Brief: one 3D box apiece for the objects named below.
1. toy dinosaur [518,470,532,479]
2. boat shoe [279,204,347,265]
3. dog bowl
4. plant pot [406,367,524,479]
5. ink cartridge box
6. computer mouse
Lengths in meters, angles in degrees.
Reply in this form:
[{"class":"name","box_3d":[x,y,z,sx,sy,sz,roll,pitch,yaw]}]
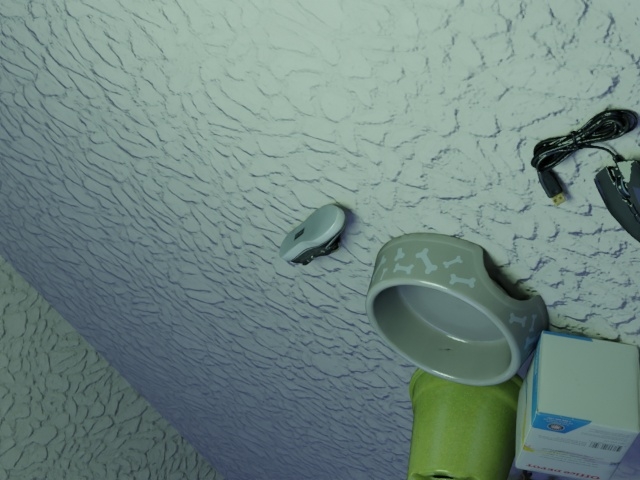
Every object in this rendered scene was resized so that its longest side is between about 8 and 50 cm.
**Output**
[{"class":"toy dinosaur","box_3d":[0.530,0.658,1.918,0.296,0.127,0.200,14,150,37]},{"class":"boat shoe","box_3d":[0.000,0.000,1.544,0.076,0.080,0.228,25,148,-21]},{"class":"dog bowl","box_3d":[0.240,0.142,1.495,0.349,0.102,0.348,22,145,16]},{"class":"plant pot","box_3d":[0.289,0.420,1.626,0.276,0.254,0.276,11,133,12]},{"class":"ink cartridge box","box_3d":[0.454,0.302,1.430,0.171,0.168,0.232,9,143,8]},{"class":"computer mouse","box_3d":[0.411,-0.054,1.127,0.262,0.060,0.184,46,144,-20]}]
